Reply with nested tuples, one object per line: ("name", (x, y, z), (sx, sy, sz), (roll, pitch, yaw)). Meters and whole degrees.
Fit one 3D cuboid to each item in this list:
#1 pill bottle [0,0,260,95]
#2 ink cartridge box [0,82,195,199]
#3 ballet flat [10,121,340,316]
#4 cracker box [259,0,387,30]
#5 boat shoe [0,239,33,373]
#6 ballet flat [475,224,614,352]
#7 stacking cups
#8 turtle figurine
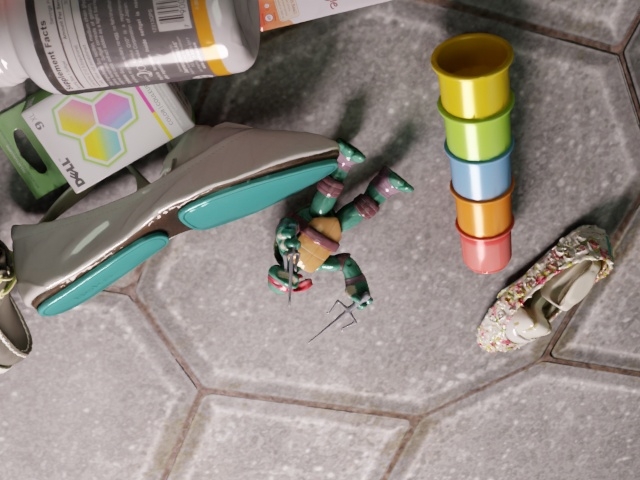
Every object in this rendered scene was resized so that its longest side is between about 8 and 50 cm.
("pill bottle", (-0.209, -0.229, 1.248), (0.279, 0.162, 0.162), (-6, 129, 10))
("ink cartridge box", (-0.252, -0.127, 1.387), (0.209, 0.062, 0.109), (-28, 113, 6))
("ballet flat", (-0.177, -0.055, 1.439), (0.400, 0.139, 0.139), (-27, 128, 4))
("cracker box", (0.030, -0.324, 1.330), (0.232, 0.067, 0.155), (-15, 129, -5))
("boat shoe", (-0.401, 0.029, 1.449), (0.091, 0.109, 0.305), (-21, 125, 6))
("ballet flat", (0.299, 0.078, 1.702), (0.091, 0.077, 0.241), (25, 117, -31))
("stacking cups", (0.198, -0.091, 1.535), (0.096, 0.096, 0.316), (-16, 129, -4))
("turtle figurine", (0.000, 0.000, 1.536), (0.175, 0.118, 0.234), (25, 101, -46))
